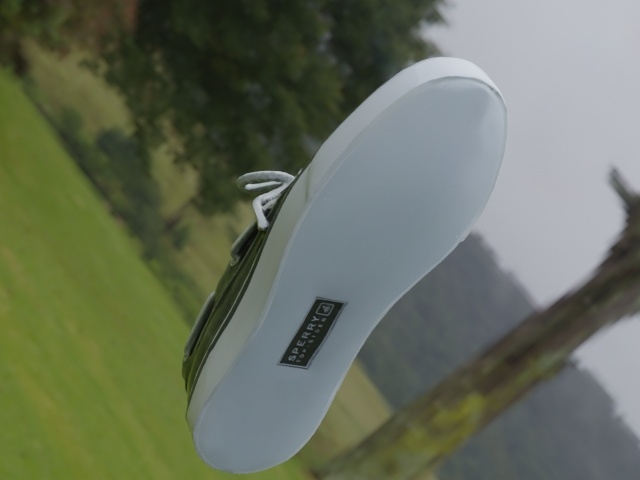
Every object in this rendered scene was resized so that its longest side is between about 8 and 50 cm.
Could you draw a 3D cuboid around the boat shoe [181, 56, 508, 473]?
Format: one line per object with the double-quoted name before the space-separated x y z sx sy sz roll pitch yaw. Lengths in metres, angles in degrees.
"boat shoe" 0.004 0.001 1.137 0.113 0.306 0.105 10 35 -27
